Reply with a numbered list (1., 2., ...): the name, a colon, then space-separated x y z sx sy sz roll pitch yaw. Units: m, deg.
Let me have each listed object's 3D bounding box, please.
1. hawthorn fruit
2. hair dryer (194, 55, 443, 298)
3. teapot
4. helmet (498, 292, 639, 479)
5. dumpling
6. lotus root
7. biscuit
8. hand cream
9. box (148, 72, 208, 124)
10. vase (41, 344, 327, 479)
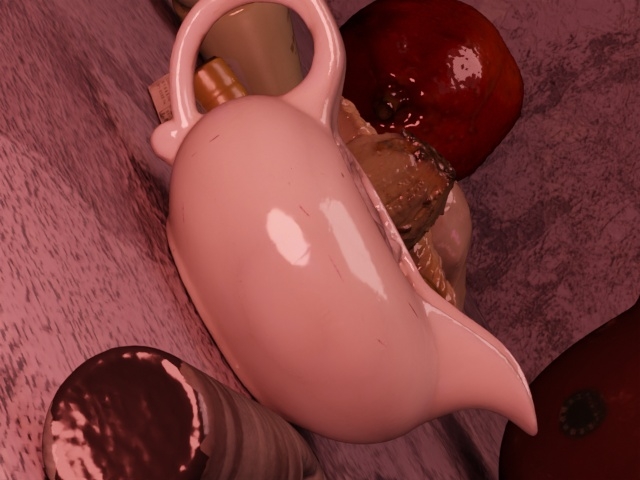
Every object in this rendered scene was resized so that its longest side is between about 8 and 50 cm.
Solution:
1. hawthorn fruit: 0.112 -0.184 2.061 0.265 0.265 0.307 59 24 -6
2. hair dryer: -0.005 -0.013 1.173 0.279 0.090 0.135 54 7 0
3. teapot: 0.000 0.000 0.881 0.298 0.139 0.204 60 9 -3
4. helmet: 0.302 0.261 1.598 0.337 0.230 0.385 -108 175 -56
5. dumpling: 0.090 0.003 1.678 0.247 0.142 0.172 49 44 -31
6. lotus root: 0.044 -0.025 1.345 0.143 0.144 0.070 40 25 -47
7. biscuit: 0.056 -0.023 1.508 0.179 0.084 0.281 73 -8 -74
8. hand cream: -0.055 -0.149 1.392 0.306 0.093 0.147 68 0 -47
9. box: -0.081 -0.065 1.040 0.054 0.024 0.083 55 8 -47
10. vase: -0.033 0.089 0.592 0.060 0.060 0.211 63 6 22
